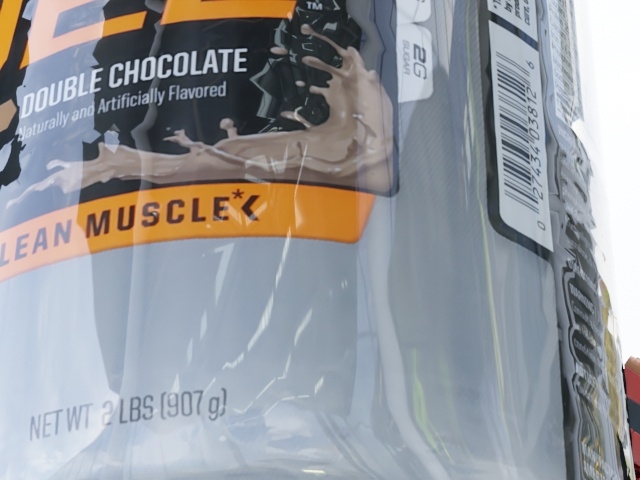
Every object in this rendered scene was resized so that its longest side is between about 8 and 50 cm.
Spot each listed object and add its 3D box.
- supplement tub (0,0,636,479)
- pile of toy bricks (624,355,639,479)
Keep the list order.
[{"bbox_3d":[-0.017,-0.020,0.563,0.207,0.338,0.207,0,-35,0],"label":"supplement tub"},{"bbox_3d":[0.180,0.097,0.636,0.105,0.212,0.118,-49,-14,-29],"label":"pile of toy bricks"}]
